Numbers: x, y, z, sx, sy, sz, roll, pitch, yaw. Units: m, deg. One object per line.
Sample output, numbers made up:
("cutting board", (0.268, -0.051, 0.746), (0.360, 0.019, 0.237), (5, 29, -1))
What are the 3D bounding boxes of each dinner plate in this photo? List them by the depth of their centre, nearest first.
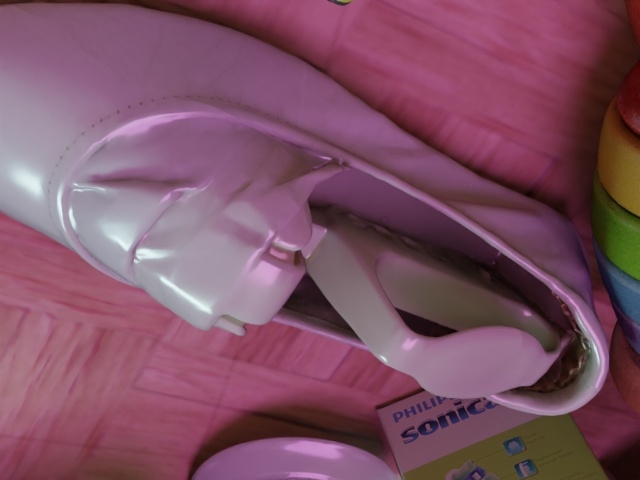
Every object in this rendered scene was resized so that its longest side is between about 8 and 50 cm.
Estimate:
("dinner plate", (-0.017, 0.173, 0.720), (0.141, 0.017, 0.141), (0, 140, 0))

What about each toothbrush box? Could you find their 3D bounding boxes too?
("toothbrush box", (0.151, 0.246, 0.683), (0.122, 0.283, 0.206), (-21, 132, 1))

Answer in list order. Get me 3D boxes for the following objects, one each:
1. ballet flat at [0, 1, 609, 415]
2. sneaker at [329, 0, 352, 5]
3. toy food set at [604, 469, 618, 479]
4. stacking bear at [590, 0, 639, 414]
("ballet flat", (0.000, 0.000, 0.536), (0.400, 0.139, 0.139), (20, 119, -30))
("sneaker", (0.004, -0.221, 0.376), (0.121, 0.111, 0.300), (-19, 133, -8))
("toy food set", (0.397, 0.173, 0.849), (0.306, 0.092, 0.220), (-28, 132, 16))
("stacking bear", (0.221, -0.046, 0.560), (0.164, 0.175, 0.289), (-4, 123, 16))
